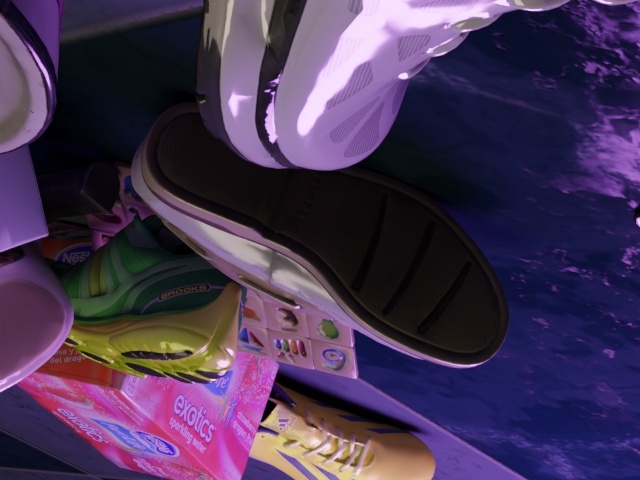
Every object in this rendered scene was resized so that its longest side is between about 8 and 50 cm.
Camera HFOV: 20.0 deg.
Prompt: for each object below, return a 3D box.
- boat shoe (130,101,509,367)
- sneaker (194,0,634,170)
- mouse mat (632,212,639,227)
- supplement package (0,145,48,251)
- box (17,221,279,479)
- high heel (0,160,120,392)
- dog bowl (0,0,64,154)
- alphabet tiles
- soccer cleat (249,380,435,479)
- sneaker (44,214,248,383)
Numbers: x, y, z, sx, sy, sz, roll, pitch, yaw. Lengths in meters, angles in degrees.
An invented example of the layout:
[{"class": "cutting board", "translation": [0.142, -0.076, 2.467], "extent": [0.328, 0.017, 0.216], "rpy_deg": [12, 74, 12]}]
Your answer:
[{"class": "boat shoe", "translation": [0.000, 0.000, 1.354], "extent": [0.302, 0.113, 0.103], "rpy_deg": [32, 160, -6]}, {"class": "sneaker", "translation": [0.088, -0.122, 0.833], "extent": [0.257, 0.169, 0.447], "rpy_deg": [19, 158, 6]}, {"class": "mouse mat", "translation": [0.324, 0.013, 1.225], "extent": [0.189, 0.007, 0.152], "rpy_deg": [-4, 151, 46]}, {"class": "supplement package", "translation": [-0.351, -0.043, 1.345], "extent": [0.194, 0.149, 0.203], "rpy_deg": [-1, -165, 44]}, {"class": "box", "translation": [-0.168, 0.118, 1.753], "extent": [0.142, 0.154, 0.300], "rpy_deg": [9, 157, 24]}, {"class": "high heel", "translation": [-0.282, 0.046, 1.465], "extent": [0.186, 0.261, 0.093], "rpy_deg": [-8, 132, 42]}, {"class": "dog bowl", "translation": [-0.318, -0.205, 1.021], "extent": [0.408, 0.150, 0.408], "rpy_deg": [16, 160, 6]}, {"class": "alphabet tiles", "translation": [-0.086, 0.023, 1.520], "extent": [0.237, 0.009, 0.198], "rpy_deg": [12, 137, 20]}, {"class": "soccer cleat", "translation": [-0.018, 0.207, 1.935], "extent": [0.289, 0.093, 0.121], "rpy_deg": [18, 162, 4]}, {"class": "sneaker", "translation": [-0.148, 0.043, 1.494], "extent": [0.109, 0.123, 0.295], "rpy_deg": [37, 161, -36]}]
